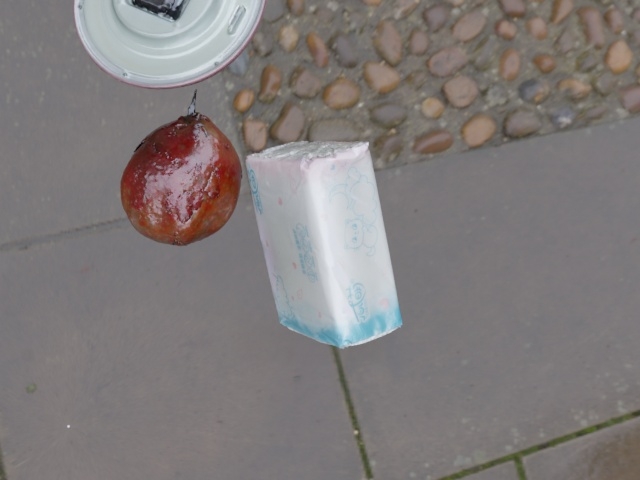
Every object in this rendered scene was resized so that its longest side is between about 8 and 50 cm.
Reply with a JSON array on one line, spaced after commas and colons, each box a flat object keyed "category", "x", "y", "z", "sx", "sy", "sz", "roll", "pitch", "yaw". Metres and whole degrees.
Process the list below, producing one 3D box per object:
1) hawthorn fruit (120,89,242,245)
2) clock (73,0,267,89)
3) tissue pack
[{"category": "hawthorn fruit", "x": -0.200, "y": -0.106, "z": 1.291, "sx": 0.181, "sy": 0.181, "sz": 0.235, "roll": 10, "pitch": 119, "yaw": -14}, {"category": "clock", "x": -0.182, "y": -0.296, "z": 1.059, "sx": 0.244, "sy": 0.056, "sz": 0.245, "roll": -2, "pitch": 76, "yaw": 10}, {"category": "tissue pack", "x": 0.001, "y": 0.000, "z": 1.231, "sx": 0.124, "sy": 0.201, "sz": 0.271, "roll": -19, "pitch": 106, "yaw": -31}]
